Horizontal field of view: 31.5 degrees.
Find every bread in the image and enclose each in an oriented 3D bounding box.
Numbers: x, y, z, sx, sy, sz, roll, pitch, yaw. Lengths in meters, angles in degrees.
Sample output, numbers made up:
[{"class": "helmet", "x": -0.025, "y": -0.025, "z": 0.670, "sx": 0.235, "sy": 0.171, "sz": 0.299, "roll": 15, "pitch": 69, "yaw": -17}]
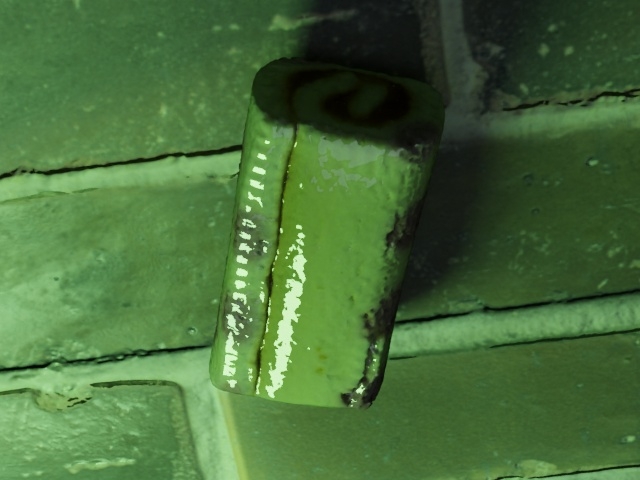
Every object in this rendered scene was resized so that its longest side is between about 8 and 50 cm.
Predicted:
[{"class": "bread", "x": 0.000, "y": 0.000, "z": 1.120, "sx": 0.187, "sy": 0.155, "sz": 0.338, "roll": 11, "pitch": 123, "yaw": 2}]
